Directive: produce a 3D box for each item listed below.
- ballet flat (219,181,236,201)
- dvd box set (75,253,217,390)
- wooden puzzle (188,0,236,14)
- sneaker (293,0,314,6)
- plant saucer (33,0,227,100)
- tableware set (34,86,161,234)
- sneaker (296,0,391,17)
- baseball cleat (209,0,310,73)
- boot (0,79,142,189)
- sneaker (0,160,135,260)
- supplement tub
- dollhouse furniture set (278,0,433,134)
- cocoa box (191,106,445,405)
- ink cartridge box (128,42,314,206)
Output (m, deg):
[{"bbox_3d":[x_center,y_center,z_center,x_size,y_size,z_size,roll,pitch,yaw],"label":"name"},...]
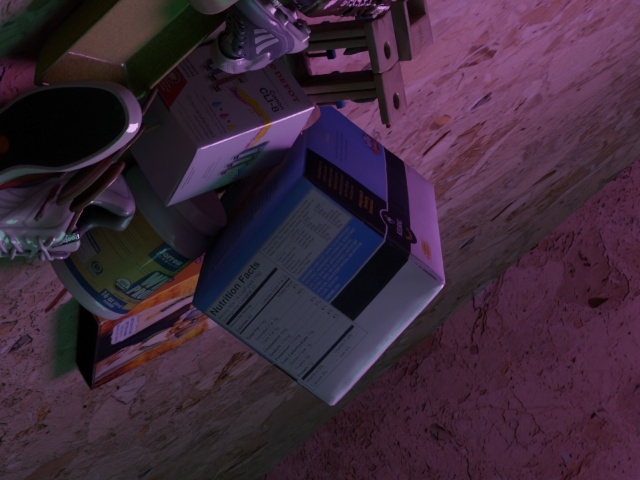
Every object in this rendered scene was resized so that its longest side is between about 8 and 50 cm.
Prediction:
[{"bbox_3d":[-0.075,-0.096,2.117,0.213,0.072,0.068,-32,137,-8],"label":"ballet flat"},{"bbox_3d":[-0.192,0.076,2.371,0.420,0.062,0.307,-27,163,-22],"label":"dvd box set"},{"bbox_3d":[-0.061,-0.340,1.310,0.239,0.044,0.221,-32,134,3],"label":"wooden puzzle"},{"bbox_3d":[-0.024,-0.316,1.478,0.106,0.101,0.267,-37,164,5],"label":"sneaker"},{"bbox_3d":[-0.190,-0.225,1.521,0.188,0.045,0.188,-39,163,20],"label":"plant saucer"},{"bbox_3d":[-0.228,-0.080,1.577,0.128,0.039,0.194,-35,-162,22],"label":"tableware set"},{"bbox_3d":[0.049,-0.284,1.674,0.066,0.071,0.188,-26,-169,47],"label":"sneaker"},{"bbox_3d":[-0.077,-0.220,1.545,0.109,0.072,0.206,-30,162,12],"label":"baseball cleat"},{"bbox_3d":[-0.272,-0.108,1.548,0.244,0.088,0.176,-17,180,20],"label":"boot"},{"bbox_3d":[-0.346,-0.024,1.681,0.292,0.118,0.110,-24,163,-25],"label":"sneaker"},{"bbox_3d":[-0.233,-0.008,1.888,0.200,0.144,0.144,-37,164,14],"label":"supplement tub"},{"bbox_3d":[0.048,-0.220,1.804,0.129,0.129,0.184,-2,-159,25],"label":"dollhouse furniture set"},{"bbox_3d":[0.000,0.000,1.920,0.231,0.228,0.347,-49,-167,18],"label":"cocoa box"},{"bbox_3d":[-0.125,-0.145,1.730,0.176,0.128,0.127,-23,161,-35],"label":"ink cartridge box"}]
